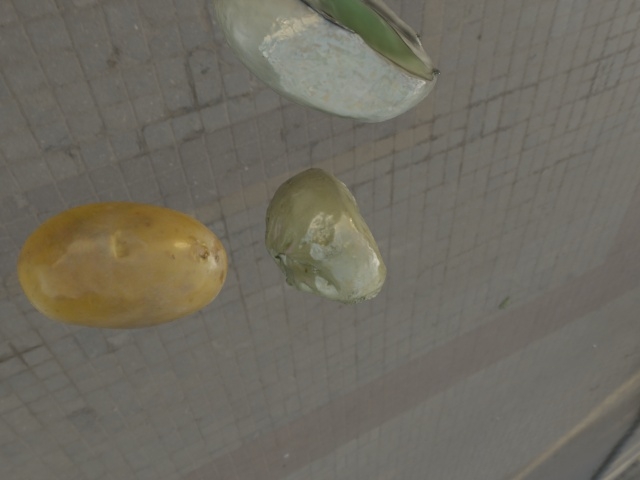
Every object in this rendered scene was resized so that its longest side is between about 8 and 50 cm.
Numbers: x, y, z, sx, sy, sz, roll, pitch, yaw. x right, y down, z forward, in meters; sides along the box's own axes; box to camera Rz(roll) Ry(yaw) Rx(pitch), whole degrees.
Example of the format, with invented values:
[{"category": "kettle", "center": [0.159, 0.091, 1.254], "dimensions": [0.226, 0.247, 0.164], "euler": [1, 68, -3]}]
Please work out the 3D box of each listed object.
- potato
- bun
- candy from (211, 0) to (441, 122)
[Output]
[{"category": "potato", "center": [-0.226, 0.030, 0.668], "dimensions": [0.233, 0.146, 0.151], "euler": [-1, 86, -28]}, {"category": "bun", "center": [0.000, 0.000, 1.319], "dimensions": [0.234, 0.362, 0.326], "euler": [-28, 135, -10]}, {"category": "candy", "center": [-0.013, -0.365, 0.987], "dimensions": [0.386, 0.427, 0.186], "euler": [1, 138, -38]}]
